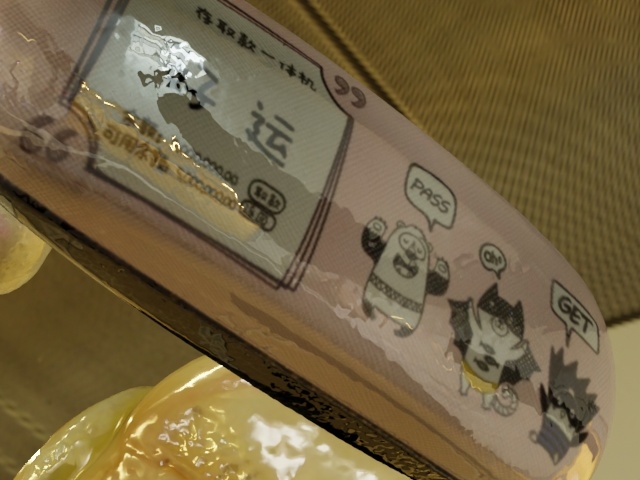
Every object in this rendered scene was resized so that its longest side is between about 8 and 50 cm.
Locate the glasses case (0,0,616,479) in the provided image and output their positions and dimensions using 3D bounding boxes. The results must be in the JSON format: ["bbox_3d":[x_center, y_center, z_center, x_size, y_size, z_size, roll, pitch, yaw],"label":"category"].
[{"bbox_3d":[0.000,0.000,0.517,0.314,0.122,0.075,36,-41,-22],"label":"glasses case"}]

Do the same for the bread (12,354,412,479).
[{"bbox_3d":[-0.063,0.212,0.809,0.270,0.315,0.211,30,-25,31],"label":"bread"}]

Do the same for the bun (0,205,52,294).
[{"bbox_3d":[-0.274,-0.042,0.919,0.193,0.128,0.178,-8,-87,37],"label":"bun"}]
